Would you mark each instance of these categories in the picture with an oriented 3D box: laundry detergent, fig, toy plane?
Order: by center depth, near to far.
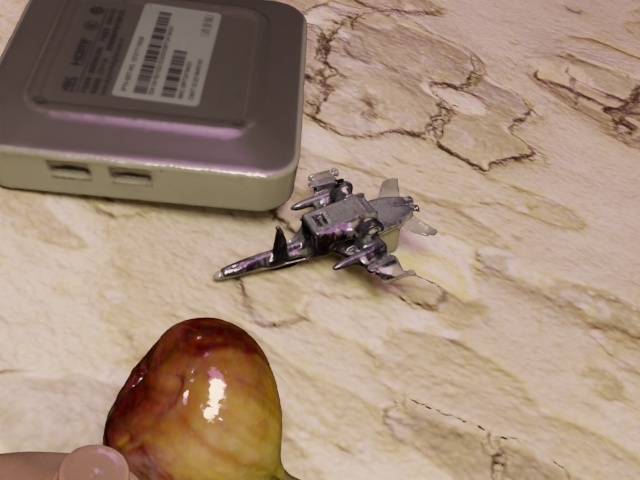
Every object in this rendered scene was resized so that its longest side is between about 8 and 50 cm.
[{"bbox_3d":[-0.197,0.200,0.552,0.171,0.237,0.076,22,46,3],"label":"laundry detergent"},{"bbox_3d":[-0.074,0.177,0.688,0.231,0.143,0.160,39,79,9],"label":"fig"},{"bbox_3d":[0.002,-0.008,0.915,0.262,0.088,0.192,-14,50,-28],"label":"toy plane"}]

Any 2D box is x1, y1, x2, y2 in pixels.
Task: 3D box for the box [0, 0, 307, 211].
[{"bbox_3d":[-0.207,-0.200,1.000,0.373,0.090,0.367,6,46,-5],"label":"box"}]
